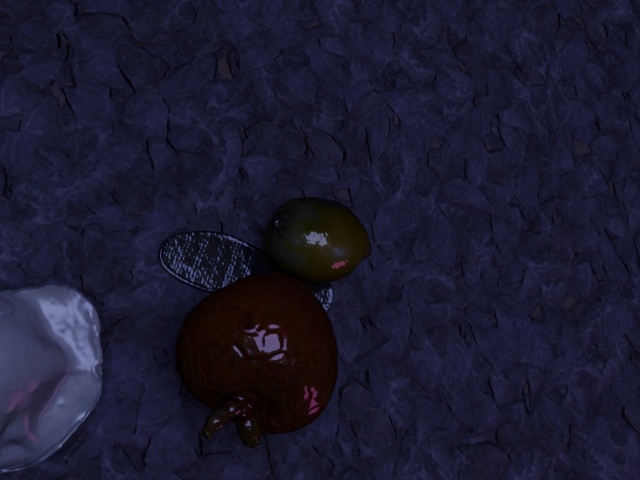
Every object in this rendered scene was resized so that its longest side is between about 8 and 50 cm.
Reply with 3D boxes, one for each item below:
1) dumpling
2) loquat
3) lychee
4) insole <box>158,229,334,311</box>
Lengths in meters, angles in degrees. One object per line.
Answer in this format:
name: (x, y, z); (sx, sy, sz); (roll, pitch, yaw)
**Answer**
dumpling: (-0.477, 0.198, 1.010); (0.341, 0.181, 0.260); (-13, 91, -46)
loquat: (0.000, 0.000, 1.259); (0.195, 0.152, 0.152); (17, 70, -34)
lychee: (-0.091, 0.175, 1.128); (0.255, 0.255, 0.300); (26, 37, -14)
insole: (-0.120, 0.057, 1.273); (0.309, 0.012, 0.110); (21, 69, -15)
